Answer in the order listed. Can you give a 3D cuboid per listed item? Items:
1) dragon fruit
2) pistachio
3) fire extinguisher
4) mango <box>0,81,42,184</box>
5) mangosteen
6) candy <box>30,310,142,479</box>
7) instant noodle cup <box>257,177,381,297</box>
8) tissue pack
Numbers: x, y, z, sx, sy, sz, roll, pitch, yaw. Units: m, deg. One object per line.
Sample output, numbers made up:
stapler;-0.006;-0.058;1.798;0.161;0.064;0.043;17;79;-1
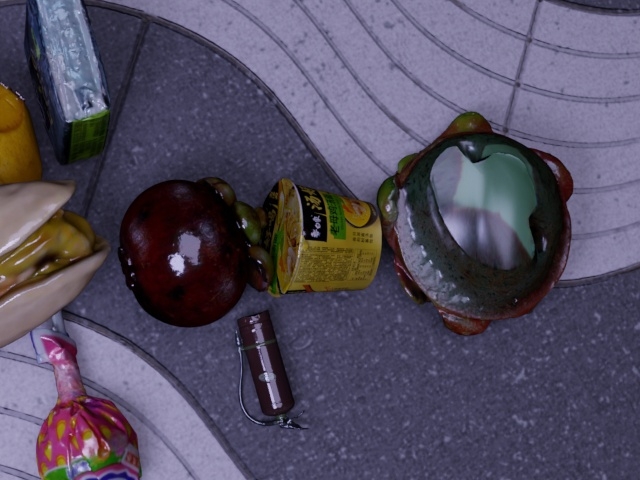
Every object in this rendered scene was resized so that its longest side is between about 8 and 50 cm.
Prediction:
dragon fruit;0.202;-0.028;1.829;0.268;0.130;0.295;-5;83;-8
pistachio;-0.392;0.032;1.644;0.299;0.187;0.187;-23;87;6
fire extinguisher;-0.071;0.170;1.781;0.078;0.045;0.157;-18;86;14
mango;-0.432;-0.130;1.706;0.154;0.126;0.252;-40;98;-26
mangosteen;-0.146;0.009;1.724;0.200;0.200;0.200;2;81;-12
candy;-0.306;0.135;1.716;0.124;0.124;0.365;-10;76;-13
instant noodle cup;0.000;0.000;1.773;0.122;0.151;0.151;3;81;-22
tissue pack;-0.301;-0.197;1.685;0.073;0.235;0.173;-15;85;-14
